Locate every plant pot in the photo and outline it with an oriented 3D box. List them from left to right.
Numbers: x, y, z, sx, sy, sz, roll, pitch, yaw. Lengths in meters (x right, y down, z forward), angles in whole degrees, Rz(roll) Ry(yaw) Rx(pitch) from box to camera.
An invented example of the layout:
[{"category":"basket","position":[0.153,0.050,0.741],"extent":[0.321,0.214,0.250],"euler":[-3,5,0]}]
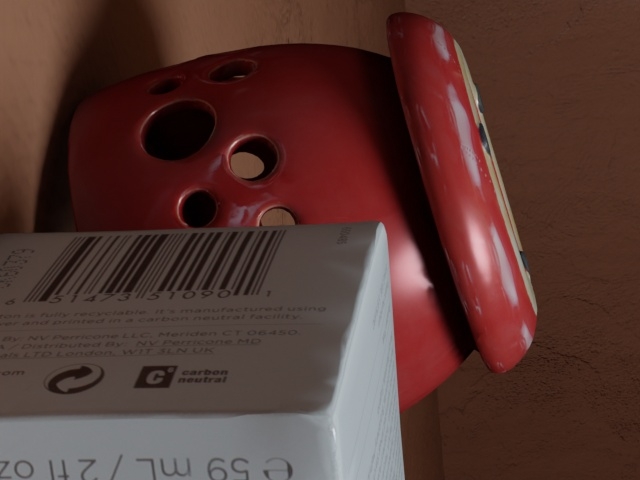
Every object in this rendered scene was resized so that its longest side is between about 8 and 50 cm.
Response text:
[{"category":"plant pot","position":[0.000,0.000,0.644],"extent":[0.191,0.174,0.191],"euler":[-15,90,-81]}]

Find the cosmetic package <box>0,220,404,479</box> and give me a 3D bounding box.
[{"category":"cosmetic package","position":[-0.051,0.105,0.481],"extent":[0.151,0.151,0.184],"euler":[-70,156,-67]}]
